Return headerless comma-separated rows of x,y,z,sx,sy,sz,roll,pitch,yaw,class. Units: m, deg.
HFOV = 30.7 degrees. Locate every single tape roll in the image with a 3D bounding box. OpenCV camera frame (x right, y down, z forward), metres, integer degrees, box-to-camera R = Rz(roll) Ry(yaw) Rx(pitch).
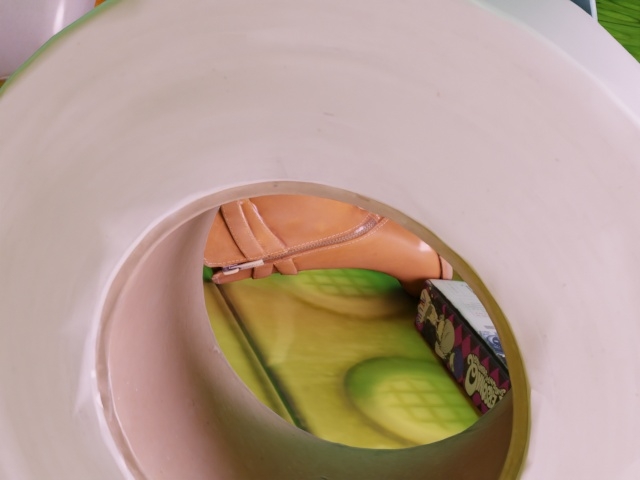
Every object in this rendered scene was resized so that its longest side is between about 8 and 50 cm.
0.005,0.038,0.424,0.286,0.286,0.100,18,22,9,tape roll

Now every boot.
0.000,0.000,0.775,0.152,0.197,0.073,-24,49,3,boot

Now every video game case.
0.202,0.093,0.732,0.232,0.041,0.210,6,22,-21,video game case

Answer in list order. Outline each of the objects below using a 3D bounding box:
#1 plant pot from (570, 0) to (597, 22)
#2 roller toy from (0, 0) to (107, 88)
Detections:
0.041,-0.157,0.945,0.293,0.293,0.235,10,8,-12,plant pot
-0.221,-0.187,0.934,0.146,0.191,0.209,11,29,11,roller toy
